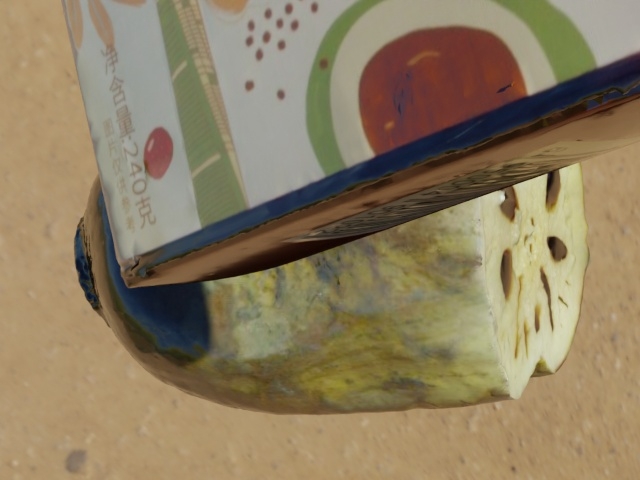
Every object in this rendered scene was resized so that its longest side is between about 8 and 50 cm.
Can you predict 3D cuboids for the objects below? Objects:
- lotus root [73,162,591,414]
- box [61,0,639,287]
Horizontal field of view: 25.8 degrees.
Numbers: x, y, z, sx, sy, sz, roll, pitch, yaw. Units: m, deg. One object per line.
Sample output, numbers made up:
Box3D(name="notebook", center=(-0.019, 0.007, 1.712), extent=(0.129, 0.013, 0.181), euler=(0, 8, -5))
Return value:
Box3D(name="lotus root", center=(0.000, 0.000, 0.969), extent=(0.346, 0.250, 0.251), euler=(-6, 60, 26))
Box3D(name="box", center=(0.013, -0.205, 0.589), extent=(0.344, 0.122, 0.385), euler=(-19, 81, 47))
